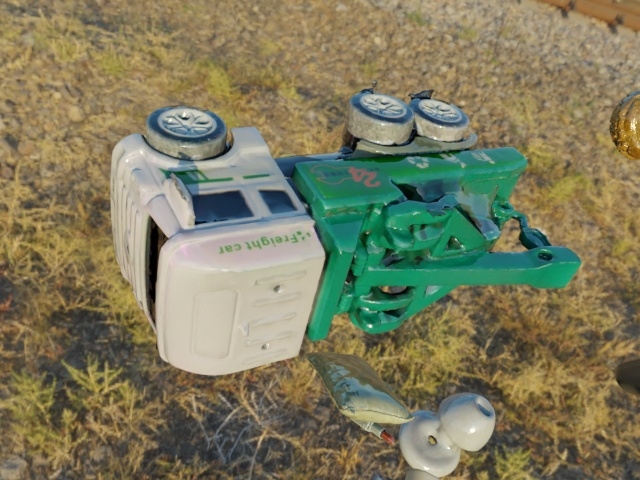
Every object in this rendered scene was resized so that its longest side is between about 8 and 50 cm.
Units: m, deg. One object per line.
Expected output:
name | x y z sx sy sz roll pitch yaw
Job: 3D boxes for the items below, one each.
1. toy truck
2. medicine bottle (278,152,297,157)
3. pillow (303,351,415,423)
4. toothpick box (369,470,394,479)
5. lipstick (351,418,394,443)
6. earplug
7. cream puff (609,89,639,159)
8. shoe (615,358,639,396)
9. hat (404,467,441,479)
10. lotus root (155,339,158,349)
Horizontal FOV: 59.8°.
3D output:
toy truck | 0.026 -0.012 0.456 0.363 0.177 0.178 -6 42 -25
medicine bottle | -0.103 -0.092 1.383 0.094 0.064 0.261 27 72 -17
pillow | 0.083 0.339 1.306 0.184 0.075 0.302 14 8 -21
toothpick box | 0.158 0.749 1.577 0.101 0.153 0.101 30 -6 4
lipstick | 0.123 0.423 1.259 0.030 0.030 0.129 30 -5 -41
earplug | 0.406 0.611 1.782 0.325 0.175 0.214 -29 63 -6
cream puff | 0.576 -0.202 0.988 0.143 0.127 0.103 9 -8 -29
shoe | 0.643 0.275 1.048 0.108 0.241 0.093 11 66 3
hat | 0.183 0.600 1.144 0.164 0.219 0.226 -1 77 -30
lotus root | -0.322 0.189 1.323 0.108 0.094 0.191 42 75 6
